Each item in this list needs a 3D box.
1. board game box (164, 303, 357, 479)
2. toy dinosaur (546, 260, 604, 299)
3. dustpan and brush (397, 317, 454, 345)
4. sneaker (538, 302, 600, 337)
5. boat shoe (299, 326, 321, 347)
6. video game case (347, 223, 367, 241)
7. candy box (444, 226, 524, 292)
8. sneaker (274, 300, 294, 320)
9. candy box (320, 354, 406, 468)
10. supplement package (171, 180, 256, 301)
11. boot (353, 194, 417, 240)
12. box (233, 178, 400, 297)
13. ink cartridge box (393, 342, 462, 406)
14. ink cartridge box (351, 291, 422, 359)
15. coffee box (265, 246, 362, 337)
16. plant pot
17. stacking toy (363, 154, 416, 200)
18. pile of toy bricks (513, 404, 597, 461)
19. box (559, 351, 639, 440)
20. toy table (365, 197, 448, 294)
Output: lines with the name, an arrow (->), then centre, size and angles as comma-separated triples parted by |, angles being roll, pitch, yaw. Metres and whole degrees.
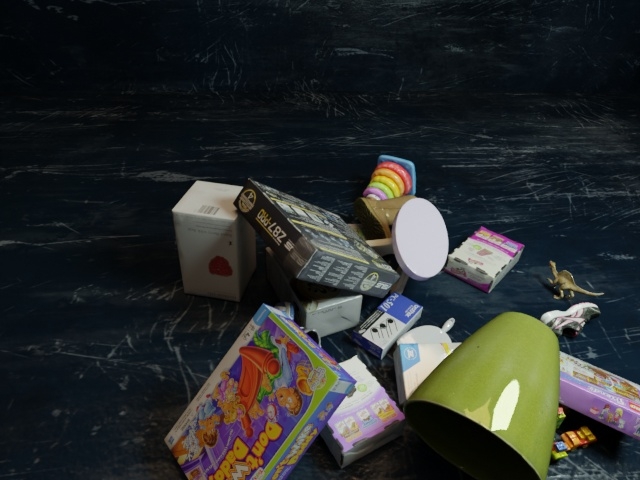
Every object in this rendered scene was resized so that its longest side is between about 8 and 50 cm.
board game box -> -0.124, 0.333, 0.906 | 0.233, 0.078, 0.347 | 36, 90, 37
toy dinosaur -> 0.743, 0.138, 1.407 | 0.053, 0.092, 0.183 | -15, 40, -23
dustpan and brush -> 0.309, 0.263, 1.240 | 0.147, 0.060, 0.211 | 38, 56, 19
sneaker -> 0.707, 0.234, 1.308 | 0.179, 0.071, 0.077 | -13, 50, -8
boat shoe -> -0.074, 0.325, 0.985 | 0.108, 0.102, 0.301 | 33, 65, -17
video game case -> 0.066, 0.009, 1.594 | 0.194, 0.023, 0.212 | -1, 36, -5
candy box -> 0.535, 0.057, 1.521 | 0.159, 0.071, 0.233 | 30, 43, 32
sneaker -> -0.133, 0.258, 1.162 | 0.131, 0.111, 0.296 | 2, 35, -1
candy box -> 0.066, 0.375, 1.049 | 0.165, 0.070, 0.196 | -17, 41, -25
supplement package -> -0.294, 0.005, 1.344 | 0.178, 0.292, 0.175 | 8, 36, 6
boot -> 0.272, -0.066, 1.644 | 0.270, 0.089, 0.236 | -4, 60, -35
box -> 0.000, 0.000, 1.250 | 0.395, 0.097, 0.318 | 18, 21, -51
ink cartridge box -> 0.299, 0.317, 1.107 | 0.231, 0.078, 0.134 | 0, 59, -4
ink cartridge box -> 0.185, 0.228, 1.281 | 0.097, 0.046, 0.207 | 29, 43, 29
coffee box -> -0.029, 0.129, 1.339 | 0.168, 0.118, 0.297 | -13, 39, -22
plant pot -> 0.360, 0.296, 0.948 | 0.275, 0.274, 0.293 | 25, 57, 27
stacking toy -> 0.229, -0.174, 1.779 | 0.166, 0.175, 0.301 | 19, 52, 30
pile of toy bricks -> 0.494, 0.403, 1.012 | 0.213, 0.105, 0.118 | -8, 37, -14
box -> 0.596, 0.332, 1.096 | 0.294, 0.057, 0.201 | 23, 15, 25
toy table -> 0.269, 0.025, 1.408 | 0.252, 0.161, 0.274 | 30, 52, -5
